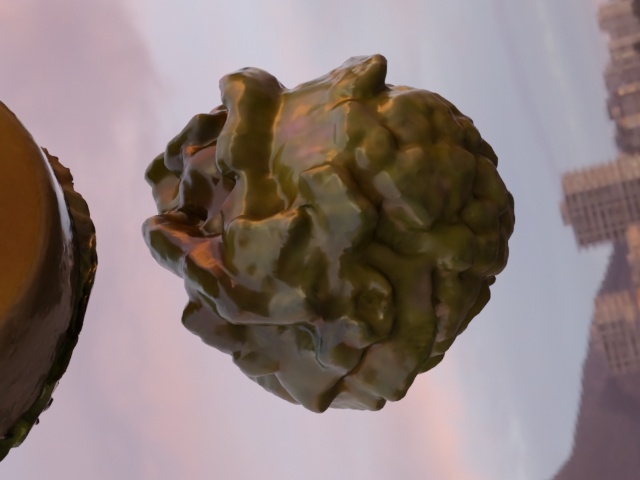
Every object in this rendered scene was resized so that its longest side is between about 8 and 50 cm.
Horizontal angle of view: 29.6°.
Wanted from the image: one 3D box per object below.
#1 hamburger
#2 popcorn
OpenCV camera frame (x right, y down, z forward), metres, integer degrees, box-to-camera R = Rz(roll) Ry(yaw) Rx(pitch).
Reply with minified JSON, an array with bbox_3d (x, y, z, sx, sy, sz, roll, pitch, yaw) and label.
[{"bbox_3d":[-0.283,0.030,0.738,0.176,0.300,0.300,111,156,-62],"label":"hamburger"},{"bbox_3d":[0.000,0.000,0.816,0.212,0.259,0.259,-87,-24,-52],"label":"popcorn"}]
